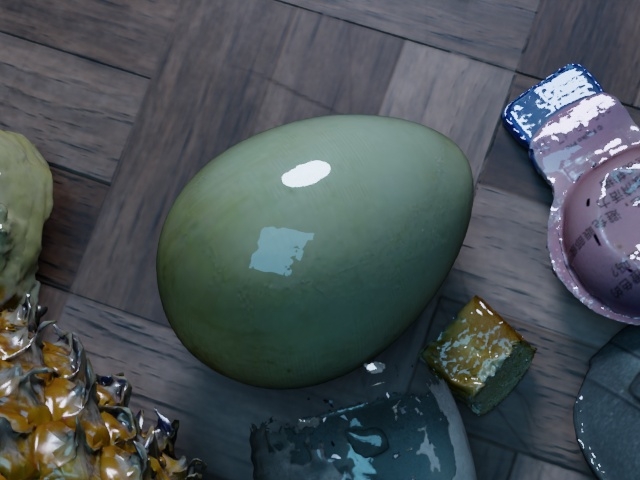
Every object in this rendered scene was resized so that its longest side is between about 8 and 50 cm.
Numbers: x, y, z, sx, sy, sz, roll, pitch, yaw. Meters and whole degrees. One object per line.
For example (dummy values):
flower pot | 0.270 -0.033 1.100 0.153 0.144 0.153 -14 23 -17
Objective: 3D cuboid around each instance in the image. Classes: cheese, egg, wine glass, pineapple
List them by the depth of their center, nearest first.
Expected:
pineapple | -0.248 0.238 1.203 0.300 0.352 0.352 36 86 7
wine glass | 0.058 0.283 1.223 0.191 0.190 0.357 -14 82 5
egg | 0.000 0.000 1.270 0.295 0.218 0.218 -34 76 -13
cheese | 0.272 -0.039 1.310 0.189 0.074 0.286 -35 63 -2

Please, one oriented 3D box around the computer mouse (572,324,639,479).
computer mouse | 0.382 0.200 1.226 0.374 0.114 0.203 34 86 14

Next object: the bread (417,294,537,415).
bread | 0.138 0.102 1.303 0.083 0.076 0.070 -46 65 -2

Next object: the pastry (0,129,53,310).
pastry | -0.385 -0.004 1.349 0.256 0.170 0.236 2 76 14
